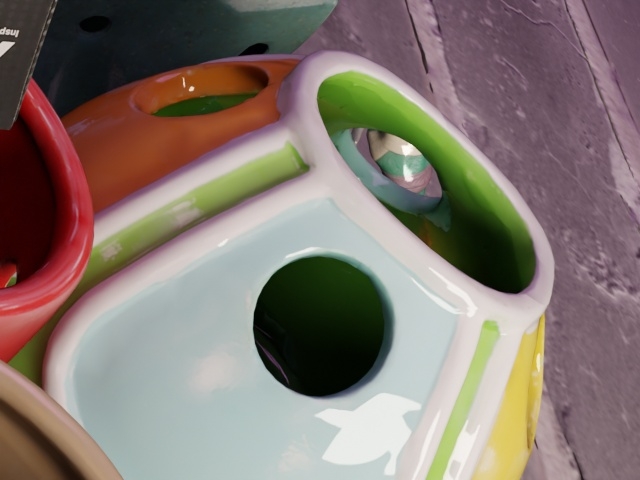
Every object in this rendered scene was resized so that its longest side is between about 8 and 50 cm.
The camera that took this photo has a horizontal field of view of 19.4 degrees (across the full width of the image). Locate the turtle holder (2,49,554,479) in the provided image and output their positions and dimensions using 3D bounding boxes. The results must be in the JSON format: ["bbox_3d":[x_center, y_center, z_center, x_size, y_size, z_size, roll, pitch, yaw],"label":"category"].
[{"bbox_3d":[-0.009,0.071,0.765,0.320,0.227,0.243,53,27,13],"label":"turtle holder"}]

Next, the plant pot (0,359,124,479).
[{"bbox_3d":[-0.163,0.132,0.532,0.237,0.237,0.110,38,-12,-16],"label":"plant pot"}]

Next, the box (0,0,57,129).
[{"bbox_3d":[-0.226,-0.138,0.569,0.216,0.060,0.270,0,38,-35],"label":"box"}]

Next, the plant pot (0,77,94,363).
[{"bbox_3d":[-0.201,0.003,0.640,0.191,0.174,0.191,34,30,-23],"label":"plant pot"}]

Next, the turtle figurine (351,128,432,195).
[{"bbox_3d":[0.000,0.000,0.980,0.234,0.175,0.118,17,67,-54],"label":"turtle figurine"}]

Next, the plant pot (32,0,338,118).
[{"bbox_3d":[-0.143,-0.252,0.942,0.341,0.341,0.334,13,49,-47],"label":"plant pot"}]
